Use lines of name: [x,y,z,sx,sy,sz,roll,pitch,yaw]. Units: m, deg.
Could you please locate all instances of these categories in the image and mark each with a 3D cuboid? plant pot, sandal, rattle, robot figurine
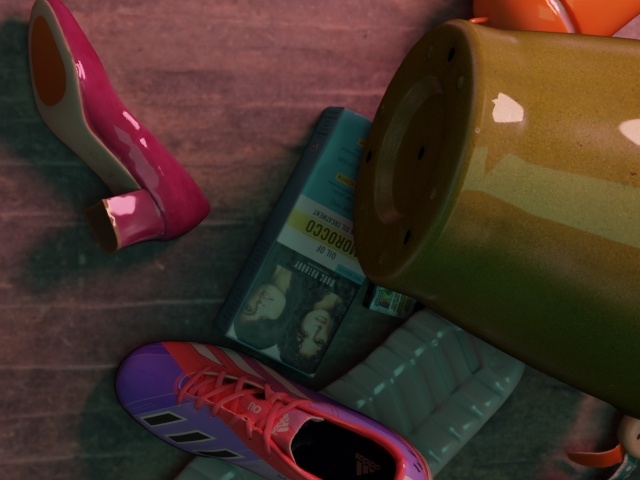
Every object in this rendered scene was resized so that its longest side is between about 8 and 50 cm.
plant pot: [0.230,-0.031,1.233,0.353,0.366,0.366,15,93,-18]
sandal: [0.029,0.218,1.344,0.416,0.102,0.169,-33,66,-4]
rattle: [0.378,0.215,1.432,0.200,0.143,0.130,-18,124,-21]
robot figurine: [0.238,-0.244,1.338,0.219,0.158,0.128,-38,88,-8]

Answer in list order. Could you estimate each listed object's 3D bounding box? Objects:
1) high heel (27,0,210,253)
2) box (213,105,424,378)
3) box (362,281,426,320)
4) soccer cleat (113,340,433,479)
high heel: [-0.183,-0.114,1.277,0.117,0.082,0.244,-22,90,-40]
box: [0.000,0.000,1.337,0.100,0.060,0.244,28,89,-17]
box: [0.107,0.015,1.386,0.094,0.027,0.137,17,92,-15]
soccer cleat: [-0.049,0.163,1.254,0.318,0.116,0.108,23,77,15]
